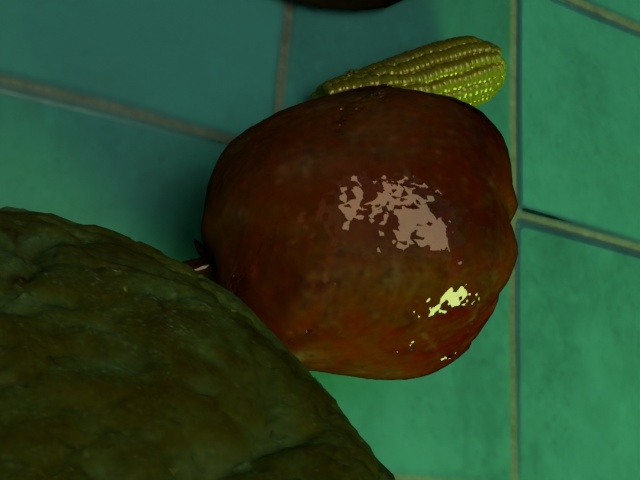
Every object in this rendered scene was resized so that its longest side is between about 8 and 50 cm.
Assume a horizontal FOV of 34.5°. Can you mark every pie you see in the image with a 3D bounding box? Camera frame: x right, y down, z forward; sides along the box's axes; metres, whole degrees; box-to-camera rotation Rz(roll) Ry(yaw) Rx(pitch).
[{"bbox_3d":[-0.157,0.105,0.478,0.418,0.395,0.180,6,110,-9],"label":"pie"}]

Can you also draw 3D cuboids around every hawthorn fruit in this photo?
[{"bbox_3d":[0.000,0.000,0.721,0.299,0.211,0.211,-10,82,-17],"label":"hawthorn fruit"}]

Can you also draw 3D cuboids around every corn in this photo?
[{"bbox_3d":[0.079,-0.129,0.878,0.206,0.067,0.067,-20,89,-32],"label":"corn"}]

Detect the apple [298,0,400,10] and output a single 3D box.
[{"bbox_3d":[0.049,-0.346,0.881,0.179,0.254,0.346,32,49,28],"label":"apple"}]
